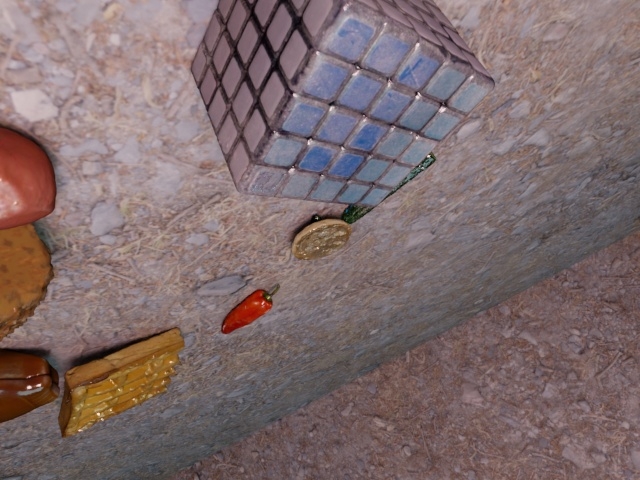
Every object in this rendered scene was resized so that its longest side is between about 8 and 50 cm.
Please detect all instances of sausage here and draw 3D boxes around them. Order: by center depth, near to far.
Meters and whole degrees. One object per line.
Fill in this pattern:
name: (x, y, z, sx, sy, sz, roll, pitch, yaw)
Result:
sausage: (-0.436, -0.079, 0.509, 0.255, 0.148, 0.148, 3, 140, -44)

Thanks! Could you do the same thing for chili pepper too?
chili pepper: (-0.198, 0.195, 1.230, 0.272, 0.063, 0.071, -38, 136, 28)

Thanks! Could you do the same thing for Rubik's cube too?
Rubik's cube: (0.010, -0.203, 0.545, 0.237, 0.238, 0.237, 3, 142, -37)

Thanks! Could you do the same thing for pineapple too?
pineapple: (-0.540, 0.098, 0.676, 0.202, 0.202, 0.362, 4, 148, -41)

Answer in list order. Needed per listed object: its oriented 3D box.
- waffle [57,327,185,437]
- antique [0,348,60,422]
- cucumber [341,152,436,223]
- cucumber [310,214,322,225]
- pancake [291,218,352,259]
waffle: (-0.528, 0.379, 1.193, 0.304, 0.077, 0.348, -16, 152, -42)
antique: (-0.717, 0.319, 0.955, 0.278, 0.129, 0.223, -16, 149, -17)
cucumber: (0.140, -0.115, 0.992, 0.257, 0.043, 0.044, -38, 144, 24)
cucumber: (-0.011, -0.019, 1.046, 0.032, 0.032, 0.133, -16, 149, -15)
pancake: (0.000, 0.001, 1.027, 0.152, 0.025, 0.151, -20, 151, -11)
